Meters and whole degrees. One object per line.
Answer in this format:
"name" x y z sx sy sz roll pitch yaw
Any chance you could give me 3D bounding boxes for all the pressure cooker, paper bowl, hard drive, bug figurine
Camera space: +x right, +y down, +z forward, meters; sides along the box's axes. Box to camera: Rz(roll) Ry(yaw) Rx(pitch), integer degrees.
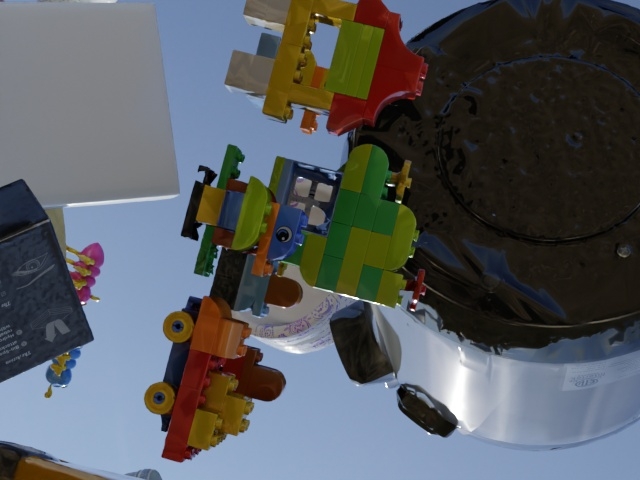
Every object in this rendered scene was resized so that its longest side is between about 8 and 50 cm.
"pressure cooker" 0.209 0.016 0.988 0.369 0.420 0.376 19 -113 18
"paper bowl" -0.021 0.050 1.650 0.284 0.148 0.284 -15 -118 29
"hard drive" -0.345 -0.148 1.095 0.047 0.353 0.233 -15 -98 64
"bug figurine" -0.386 0.077 1.369 0.279 0.072 0.216 29 -82 40

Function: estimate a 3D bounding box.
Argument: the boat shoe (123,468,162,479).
"boat shoe" -0.251 0.430 1.409 0.081 0.079 0.228 -7 -72 10

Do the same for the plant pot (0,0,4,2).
"plant pot" -0.552 -0.268 1.378 0.272 0.272 0.265 5 -71 33

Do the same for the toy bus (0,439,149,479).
"toy bus" -0.070 0.174 0.468 0.332 0.130 0.108 -1 -110 46

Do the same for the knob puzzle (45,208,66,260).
"knob puzzle" -0.384 -0.020 1.151 0.030 0.213 0.213 -13 -87 47

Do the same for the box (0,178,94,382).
"box" -0.321 0.050 0.938 0.093 0.156 0.158 44 -29 46

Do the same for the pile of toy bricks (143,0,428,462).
"pile of toy bricks" 0.000 0.000 0.452 0.105 0.118 0.212 15 -92 6

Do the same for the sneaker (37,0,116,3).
"sneaker" -0.324 -0.308 1.292 0.152 0.061 0.054 -3 -41 40
